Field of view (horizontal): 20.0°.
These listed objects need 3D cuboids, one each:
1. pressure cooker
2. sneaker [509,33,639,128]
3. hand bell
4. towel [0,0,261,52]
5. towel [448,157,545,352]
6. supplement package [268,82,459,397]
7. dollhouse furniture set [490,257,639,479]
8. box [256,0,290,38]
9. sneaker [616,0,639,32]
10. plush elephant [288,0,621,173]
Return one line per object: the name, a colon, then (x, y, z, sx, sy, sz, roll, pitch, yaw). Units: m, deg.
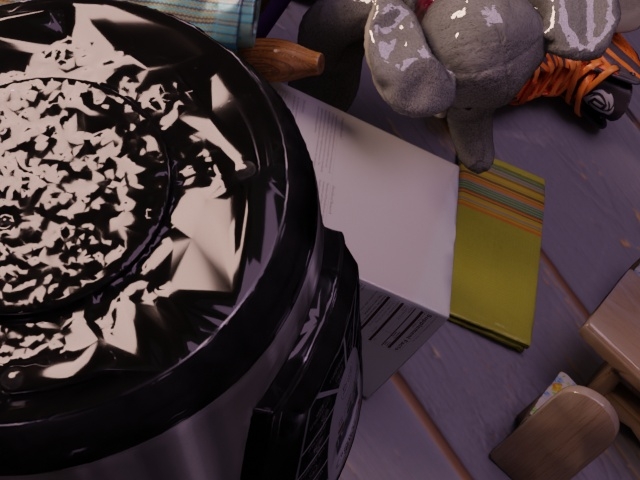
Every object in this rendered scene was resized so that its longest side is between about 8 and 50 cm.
pressure cooker: (-0.161, 0.078, 1.299, 0.370, 0.420, 0.375, -23, 56, -10)
sneaker: (0.261, -0.190, 2.011, 0.180, 0.124, 0.321, 41, 43, 3)
hand bell: (-0.112, -0.167, 1.643, 0.242, 0.126, 0.126, 7, 39, 21)
towel: (-0.220, -0.319, 1.592, 0.370, 0.040, 0.271, 8, 86, -1)
towel: (0.178, 0.006, 1.872, 0.102, 0.021, 0.237, 21, 47, -11)
supplement package: (0.000, 0.000, 1.654, 0.203, 0.149, 0.194, 24, 45, -17)
dollhouse furniture set: (0.438, 0.172, 1.740, 0.394, 0.256, 0.362, 43, 43, 3)
box: (-0.094, -0.315, 1.742, 0.201, 0.293, 0.057, 48, 46, 8)
sneaker: (0.263, -0.369, 2.031, 0.296, 0.104, 0.147, 43, 28, -18)
plush elephant: (0.126, -0.191, 1.702, 0.271, 0.330, 0.255, -13, 52, -11)
